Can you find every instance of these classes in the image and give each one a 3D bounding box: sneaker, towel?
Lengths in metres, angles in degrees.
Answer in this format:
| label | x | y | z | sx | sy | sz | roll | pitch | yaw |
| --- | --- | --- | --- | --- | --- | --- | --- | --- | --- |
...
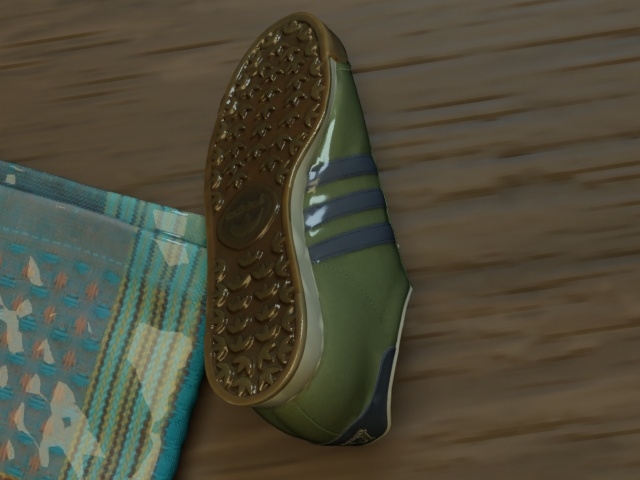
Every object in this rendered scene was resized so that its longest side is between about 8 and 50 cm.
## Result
| label | x | y | z | sx | sy | sz | roll | pitch | yaw |
| --- | --- | --- | --- | --- | --- | --- | --- | --- | --- |
| sneaker | 0.000 | 0.000 | 0.567 | 0.064 | 0.086 | 0.192 | -21 | 48 | 29 |
| towel | -0.212 | 0.129 | 0.572 | 0.271 | 0.040 | 0.370 | 16 | 82 | 8 |
